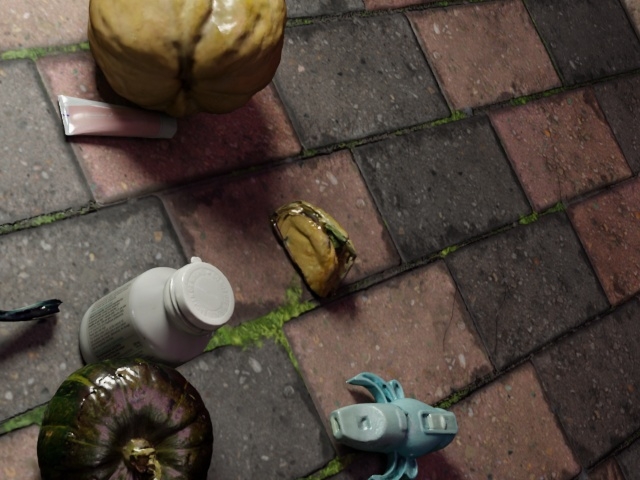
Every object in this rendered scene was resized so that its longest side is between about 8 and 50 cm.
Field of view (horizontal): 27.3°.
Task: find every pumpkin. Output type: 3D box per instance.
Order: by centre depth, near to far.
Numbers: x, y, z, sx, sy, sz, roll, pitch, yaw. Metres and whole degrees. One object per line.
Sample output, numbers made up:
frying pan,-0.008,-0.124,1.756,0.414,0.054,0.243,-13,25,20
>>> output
pumpkin,-0.244,0.263,1.692,0.238,0.159,0.238,-2,93,-36

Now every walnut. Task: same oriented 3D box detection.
walnut,-0.203,-0.357,2.026,0.306,0.306,0.344,32,33,-31

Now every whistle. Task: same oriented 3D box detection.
whistle,0.124,0.306,2.146,0.274,0.093,0.186,10,61,-40

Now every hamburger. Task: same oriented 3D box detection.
hamburger,0.007,0.001,2.189,0.176,0.102,0.087,60,27,-1

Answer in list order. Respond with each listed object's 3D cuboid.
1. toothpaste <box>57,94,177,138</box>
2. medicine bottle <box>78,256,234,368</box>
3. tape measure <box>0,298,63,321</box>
toothpaste,-0.308,-0.181,2.005,0.194,0.043,0.067,3,64,-41
medicine bottle,-0.218,0.109,1.787,0.135,0.215,0.135,26,50,-35
tape measure,-0.476,0.038,1.650,0.351,0.098,0.215,-24,87,-53
